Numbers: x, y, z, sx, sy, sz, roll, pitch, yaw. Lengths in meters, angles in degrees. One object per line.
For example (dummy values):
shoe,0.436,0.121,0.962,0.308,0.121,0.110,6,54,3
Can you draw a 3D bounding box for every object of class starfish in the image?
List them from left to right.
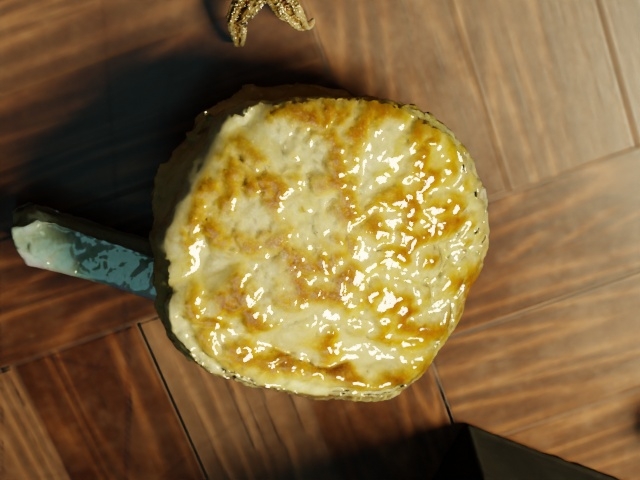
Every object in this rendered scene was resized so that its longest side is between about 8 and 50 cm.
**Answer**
starfish,-0.032,-0.149,0.854,0.078,0.028,0.091,22,114,-16

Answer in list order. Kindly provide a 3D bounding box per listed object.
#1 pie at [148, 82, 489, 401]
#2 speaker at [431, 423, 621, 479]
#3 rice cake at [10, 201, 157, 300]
pie,0.000,0.000,0.875,0.205,0.084,0.179,8,95,-17
speaker,0.128,0.296,0.949,0.184,0.232,0.254,22,109,-13
rice cake,-0.089,0.025,0.915,0.211,0.043,0.034,19,103,-14
